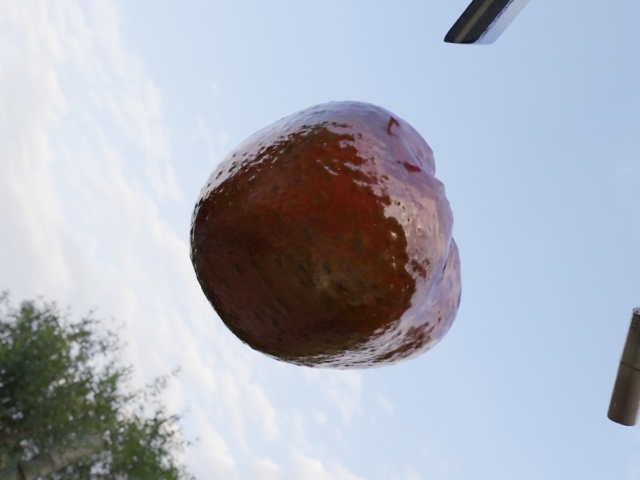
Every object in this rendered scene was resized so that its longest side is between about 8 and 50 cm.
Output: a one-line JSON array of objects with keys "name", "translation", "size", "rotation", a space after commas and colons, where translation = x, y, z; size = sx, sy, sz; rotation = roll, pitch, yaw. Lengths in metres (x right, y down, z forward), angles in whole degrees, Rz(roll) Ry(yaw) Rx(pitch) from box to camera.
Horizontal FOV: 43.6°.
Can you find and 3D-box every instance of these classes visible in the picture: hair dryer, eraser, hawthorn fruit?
[{"name": "hair dryer", "translation": [0.540, 0.186, 1.378], "size": [0.053, 0.220, 0.195], "rotation": [12, -72, 17]}, {"name": "eraser", "translation": [0.227, -0.296, 0.878], "size": [0.036, 0.082, 0.225], "rotation": [46, -61, 12]}, {"name": "hawthorn fruit", "translation": [0.000, 0.000, 0.799], "size": [0.299, 0.275, 0.275], "rotation": [-6, -69, 29]}]
